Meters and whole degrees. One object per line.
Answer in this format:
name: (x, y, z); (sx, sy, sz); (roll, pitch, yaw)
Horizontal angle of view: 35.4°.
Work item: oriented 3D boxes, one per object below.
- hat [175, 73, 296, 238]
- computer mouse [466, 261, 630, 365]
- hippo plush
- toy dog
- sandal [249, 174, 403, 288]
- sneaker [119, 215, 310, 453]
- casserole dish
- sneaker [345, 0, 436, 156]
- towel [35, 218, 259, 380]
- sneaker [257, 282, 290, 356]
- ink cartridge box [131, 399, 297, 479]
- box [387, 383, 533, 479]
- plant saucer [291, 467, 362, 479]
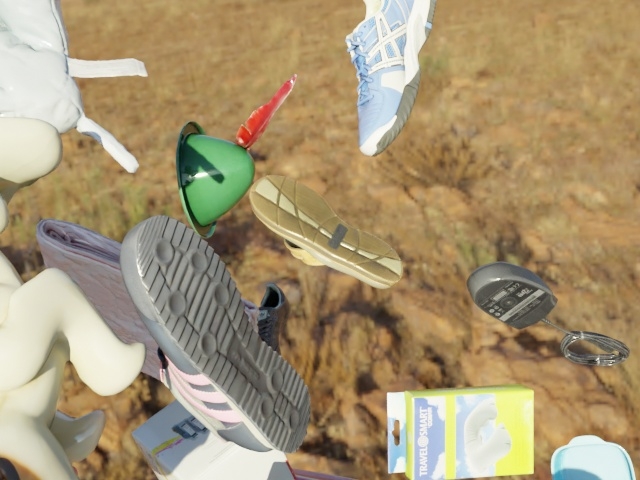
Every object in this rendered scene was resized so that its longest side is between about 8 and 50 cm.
hat: (-0.099, -0.104, 1.464); (0.183, 0.173, 0.208); (-6, -23, 11)
computer mouse: (0.256, 0.081, 1.117); (0.071, 0.242, 0.041); (-40, 35, 32)
hippo plush: (-0.366, -0.184, 1.117); (0.294, 0.234, 0.236); (9, -15, -24)
toy dog: (-0.334, 0.123, 0.839); (0.395, 0.408, 0.284); (4, -39, -48)
sandal: (0.000, 0.000, 1.028); (0.180, 0.049, 0.072); (33, 45, 4)
sneaker: (-0.133, 0.108, 1.010); (0.131, 0.319, 0.112); (-3, 41, 33)
casserole dish: (0.394, 0.363, 1.423); (0.114, 0.188, 0.037); (-10, 5, 23)
sneaker: (0.062, -0.188, 1.079); (0.081, 0.211, 0.080); (18, -22, -18)
towel: (-0.241, 0.120, 1.423); (0.317, 0.332, 0.053); (24, 60, 8)
sneaker: (-0.103, 0.156, 1.771); (0.066, 0.071, 0.188); (-7, 39, 19)
ink cartridge box: (-0.133, 0.285, 1.286); (0.127, 0.128, 0.176); (-35, 29, -21)
box: (0.174, 0.238, 1.243); (0.178, 0.109, 0.042); (-2, 4, -11)
plant saucer: (0.012, 0.411, 1.562); (0.332, 0.084, 0.332); (9, -10, 2)
